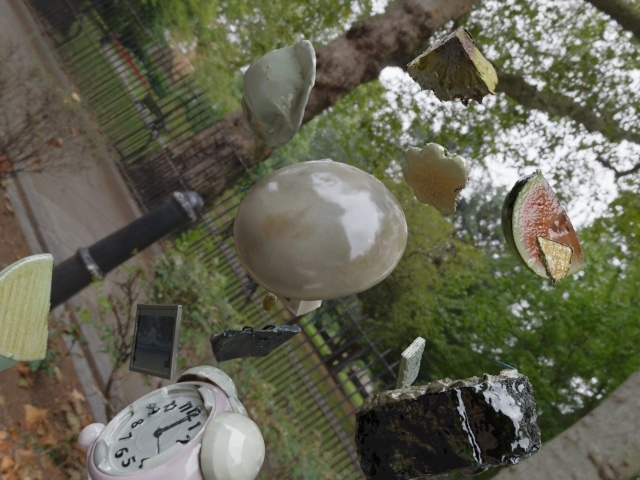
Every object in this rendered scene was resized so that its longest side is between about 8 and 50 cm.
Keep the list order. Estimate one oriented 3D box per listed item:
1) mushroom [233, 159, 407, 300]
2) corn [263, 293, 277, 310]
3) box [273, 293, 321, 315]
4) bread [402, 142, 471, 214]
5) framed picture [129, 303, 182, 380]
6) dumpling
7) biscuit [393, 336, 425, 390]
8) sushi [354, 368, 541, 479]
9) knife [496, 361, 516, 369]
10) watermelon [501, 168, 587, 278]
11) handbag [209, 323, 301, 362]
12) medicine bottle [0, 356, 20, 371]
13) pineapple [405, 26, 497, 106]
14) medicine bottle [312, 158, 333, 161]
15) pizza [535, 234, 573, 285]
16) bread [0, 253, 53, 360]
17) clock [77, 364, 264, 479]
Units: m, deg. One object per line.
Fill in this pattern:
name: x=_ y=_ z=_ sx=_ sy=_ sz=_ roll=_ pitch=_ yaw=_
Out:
mushroom: x=0.000 y=0.000 z=1.210 sx=0.362 sy=0.363 sz=0.294 roll=-129 pitch=-149 yaw=-47
corn: x=-0.147 y=0.179 z=1.655 sx=0.037 sy=0.037 sz=0.092 roll=55 pitch=-23 yaw=15
box: x=-0.081 y=0.069 z=1.524 sx=0.212 sy=0.095 sz=0.168 roll=39 pitch=-49 yaw=31
bread: x=0.294 y=-0.161 z=1.504 sx=0.182 sy=0.039 sz=0.250 roll=30 pitch=-23 yaw=15
framed picture: x=-0.537 y=0.320 z=1.860 sx=0.024 sy=0.231 sz=0.315 roll=12 pitch=-12 yaw=-38
dumpling: x=-0.078 y=-0.292 z=1.171 sx=0.252 sy=0.132 sz=0.179 roll=-23 pitch=-109 yaw=44
biscuit: x=0.302 y=0.432 z=1.953 sx=0.041 sy=0.121 sz=0.199 roll=27 pitch=-48 yaw=27
sushi: x=0.226 y=0.348 z=1.080 sx=0.211 sy=0.350 sz=0.170 roll=14 pitch=61 yaw=-62
knife: x=0.712 y=0.482 z=2.197 sx=0.005 sy=0.014 sz=0.091 roll=8 pitch=7 yaw=-35
watermelon: x=0.525 y=-0.017 z=1.441 sx=0.303 sy=0.159 sz=0.128 roll=55 pitch=-8 yaw=-18
handbag: x=-0.205 y=0.294 z=1.714 sx=0.175 sy=0.271 sz=0.088 roll=-34 pitch=-118 yaw=45
medicine bottle: x=-0.838 y=0.199 z=1.393 sx=0.250 sy=0.137 sz=0.141 roll=45 pitch=32 yaw=11
pineapple: x=0.333 y=-0.432 z=1.434 sx=0.114 sy=0.237 sz=0.186 roll=-69 pitch=172 yaw=-48
medicine bottle: x=-0.049 y=-0.215 z=1.921 sx=0.054 sy=0.209 sz=0.090 roll=22 pitch=-57 yaw=63
pizza: x=0.480 y=0.027 z=1.196 sx=0.108 sy=0.123 sz=0.026 roll=50 pitch=-36 yaw=-9
bread: x=-0.514 y=0.117 z=0.960 sx=0.036 sy=0.192 sz=0.112 roll=16 pitch=13 yaw=38
clock: x=-0.290 y=0.412 z=1.134 sx=0.342 sy=0.326 sz=0.183 roll=36 pitch=-26 yaw=58
